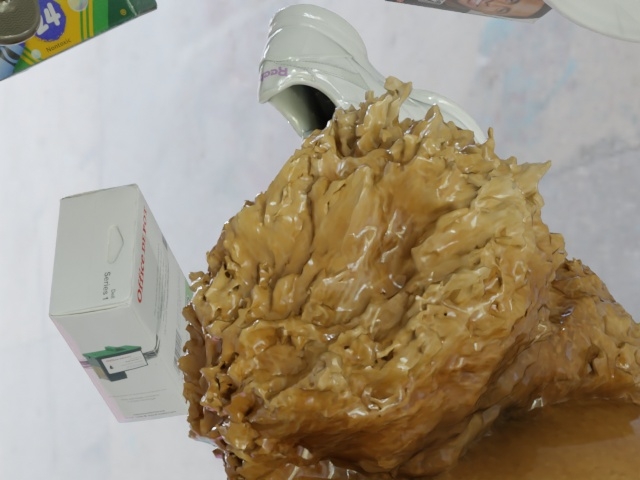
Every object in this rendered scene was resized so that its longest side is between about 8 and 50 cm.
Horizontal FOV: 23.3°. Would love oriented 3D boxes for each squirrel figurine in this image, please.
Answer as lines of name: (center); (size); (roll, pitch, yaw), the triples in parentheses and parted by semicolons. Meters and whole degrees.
squirrel figurine: (0.020, 0.144, 0.684); (0.281, 0.370, 0.397); (-29, 59, 47)

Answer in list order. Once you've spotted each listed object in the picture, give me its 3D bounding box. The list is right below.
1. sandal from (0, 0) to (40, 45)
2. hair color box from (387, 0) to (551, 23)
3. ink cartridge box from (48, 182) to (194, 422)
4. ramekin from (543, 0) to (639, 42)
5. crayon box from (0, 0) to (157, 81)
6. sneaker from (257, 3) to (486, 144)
sandal: (-0.326, -0.279, 1.407); (0.219, 0.090, 0.060); (68, 163, -3)
hair color box: (0.131, -0.223, 1.311); (0.072, 0.141, 0.043); (145, 129, -70)
ink cartridge box: (-0.206, 0.069, 1.649); (0.219, 0.092, 0.160); (69, -165, -51)
ramekin: (0.235, -0.279, 1.049); (0.127, 0.273, 0.273); (-106, 30, -57)
crayon box: (-0.351, -0.368, 1.768); (0.203, 0.083, 0.323); (-22, 99, 19)
sneaker: (0.052, -0.114, 1.649); (0.114, 0.305, 0.152); (-36, 28, 46)
